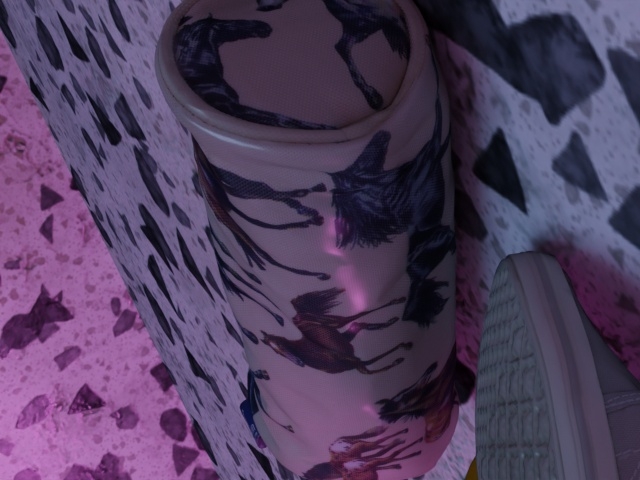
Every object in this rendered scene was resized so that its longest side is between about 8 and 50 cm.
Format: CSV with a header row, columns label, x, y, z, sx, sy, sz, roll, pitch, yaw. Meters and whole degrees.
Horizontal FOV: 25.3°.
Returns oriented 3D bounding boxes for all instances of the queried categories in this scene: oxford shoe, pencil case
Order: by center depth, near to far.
label,x,y,z,sx,sy,sz,roll,pitch,yaw
oxford shoe,0.172,0.177,0.706,0.449,0.130,0.169,-106,14,-49
pencil case,0.000,0.000,0.940,0.183,0.160,0.410,33,152,29

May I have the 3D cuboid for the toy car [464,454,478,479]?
label,x,y,z,sx,sy,sz,roll,pitch,yaw
toy car,0.146,0.217,0.898,0.159,0.136,0.182,-35,42,42
